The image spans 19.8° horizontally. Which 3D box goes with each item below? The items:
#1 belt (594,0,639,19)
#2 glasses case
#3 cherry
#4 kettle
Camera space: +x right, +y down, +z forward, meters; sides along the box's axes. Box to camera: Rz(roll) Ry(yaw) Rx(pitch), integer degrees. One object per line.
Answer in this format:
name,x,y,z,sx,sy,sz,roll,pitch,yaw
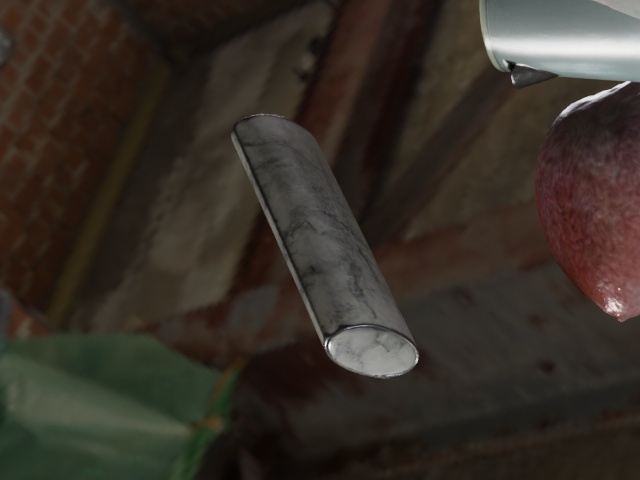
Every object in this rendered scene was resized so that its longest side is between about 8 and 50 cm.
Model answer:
belt,0.151,-0.138,0.908,0.053,0.232,0.071,-82,-173,-57
glasses case,0.000,0.000,1.756,0.060,0.114,0.299,-45,-136,21
cherry,0.324,-0.040,1.784,0.239,0.206,0.239,2,-88,43
kettle,0.269,-0.238,1.611,0.243,0.160,0.210,1,-95,25
